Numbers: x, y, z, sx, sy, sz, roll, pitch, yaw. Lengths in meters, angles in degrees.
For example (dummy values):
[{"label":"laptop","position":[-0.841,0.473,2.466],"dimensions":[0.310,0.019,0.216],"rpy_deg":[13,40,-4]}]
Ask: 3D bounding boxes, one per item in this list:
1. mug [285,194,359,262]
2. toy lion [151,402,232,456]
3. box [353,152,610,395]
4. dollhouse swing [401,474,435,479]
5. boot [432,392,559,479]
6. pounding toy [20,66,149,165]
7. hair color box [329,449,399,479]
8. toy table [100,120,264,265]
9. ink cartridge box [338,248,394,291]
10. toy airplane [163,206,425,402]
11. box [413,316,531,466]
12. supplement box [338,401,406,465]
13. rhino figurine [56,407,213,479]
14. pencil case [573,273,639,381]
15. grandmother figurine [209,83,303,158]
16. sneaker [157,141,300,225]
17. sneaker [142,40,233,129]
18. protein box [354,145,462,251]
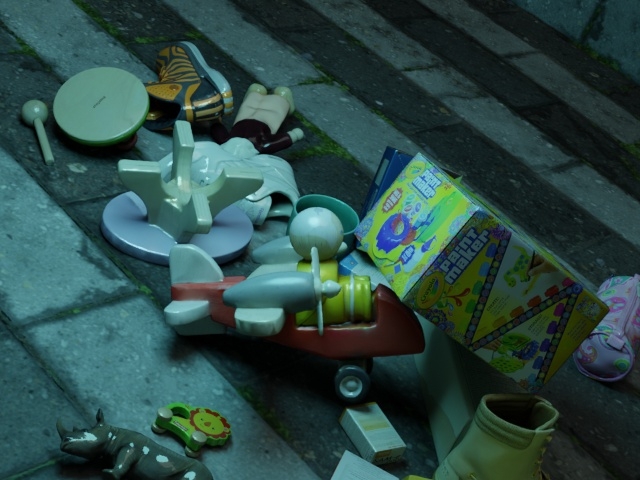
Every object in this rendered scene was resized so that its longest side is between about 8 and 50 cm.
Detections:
[{"label":"mug","position":[-0.006,-0.006,2.030],"dimensions":[0.130,0.097,0.158],"rpy_deg":[27,34,13]},{"label":"toy lion","position":[-0.183,0.270,1.581],"dimensions":[0.100,0.034,0.096],"rpy_deg":[32,26,14]},{"label":"box","position":[0.238,0.043,1.663],"dimensions":[0.279,0.177,0.290],"rpy_deg":[36,9,-21]},{"label":"dollhouse swing","position":[0.263,0.482,1.363],"dimensions":[0.347,0.305,0.315],"rpy_deg":[44,45,-44]},{"label":"boot","position":[0.326,0.338,1.634],"dimensions":[0.262,0.203,0.095],"rpy_deg":[19,32,-6]},{"label":"pounding toy","position":[-0.445,-0.225,2.106],"dimensions":[0.237,0.110,0.183],"rpy_deg":[-24,61,-14]},{"label":"hair color box","position":[0.042,0.384,1.530],"dimensions":[0.093,0.053,0.167],"rpy_deg":[28,31,6]},{"label":"toy table","position":[-0.237,-0.070,1.898],"dimensions":[0.274,0.160,0.252],"rpy_deg":[-7,51,-30]},{"label":"ink cartridge box","position":[0.097,0.075,2.022],"dimensions":[0.122,0.052,0.088],"rpy_deg":[30,32,15]},{"label":"toy airplane","position":[-0.058,0.068,1.724],"dimensions":[0.385,0.272,0.386],"rpy_deg":[7,16,-42]},{"label":"box","position":[0.258,0.240,1.813],"dimensions":[0.148,0.121,0.311],"rpy_deg":[14,33,-14]},{"label":"supplement box","position":[0.081,0.303,1.689],"dimensions":[0.062,0.036,0.098],"rpy_deg":[-2,40,-35]},{"label":"rhino figurine","position":[-0.252,0.302,1.448],"dimensions":[0.243,0.073,0.106],"rpy_deg":[27,36,9]},{"label":"pencil case","position":[0.585,0.167,2.133],"dimensions":[0.124,0.124,0.284],"rpy_deg":[31,34,12]},{"label":"grandmother figurine","position":[-0.140,-0.225,2.284],"dimensions":[0.208,0.104,0.342],"rpy_deg":[0,31,16]},{"label":"sneaker","position":[-0.172,-0.104,2.060],"dimensions":[0.305,0.114,0.152],"rpy_deg":[2,42,-27]},{"label":"sneaker","position":[-0.327,-0.331,2.292],"dimensions":[0.180,0.124,0.321],"rpy_deg":[-18,31,-23]},{"label":"protein box","position":[0.160,-0.064,2.068],"dimensions":[0.136,0.199,0.201],"rpy_deg":[21,6,-3]}]
